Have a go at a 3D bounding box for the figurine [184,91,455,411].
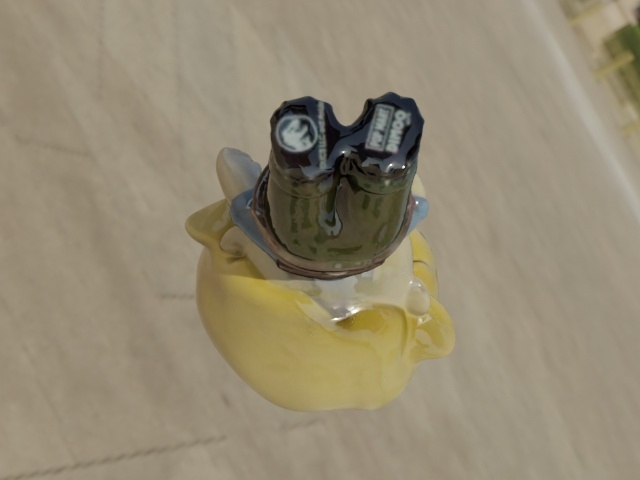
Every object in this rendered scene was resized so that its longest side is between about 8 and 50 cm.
[{"bbox_3d":[0.000,0.000,0.674,0.196,0.114,0.108,91,-11,-58],"label":"figurine"}]
